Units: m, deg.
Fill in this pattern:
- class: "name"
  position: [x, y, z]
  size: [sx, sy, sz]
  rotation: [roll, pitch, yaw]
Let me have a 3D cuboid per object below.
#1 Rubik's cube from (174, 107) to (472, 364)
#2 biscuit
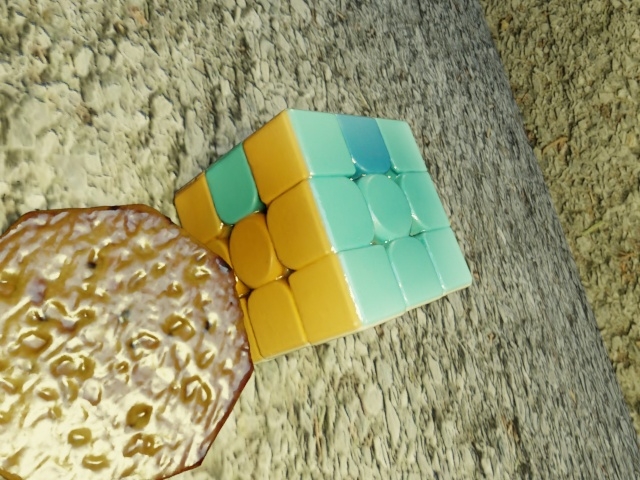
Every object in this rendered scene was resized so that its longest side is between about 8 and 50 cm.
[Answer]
- class: "Rubik's cube"
  position: [0.000, 0.000, 0.796]
  size: [0.290, 0.291, 0.292]
  rotation: [-8, 76, -47]
- class: "biscuit"
  position: [-0.246, 0.119, 0.616]
  size: [0.358, 0.046, 0.360]
  rotation: [10, 68, -26]
